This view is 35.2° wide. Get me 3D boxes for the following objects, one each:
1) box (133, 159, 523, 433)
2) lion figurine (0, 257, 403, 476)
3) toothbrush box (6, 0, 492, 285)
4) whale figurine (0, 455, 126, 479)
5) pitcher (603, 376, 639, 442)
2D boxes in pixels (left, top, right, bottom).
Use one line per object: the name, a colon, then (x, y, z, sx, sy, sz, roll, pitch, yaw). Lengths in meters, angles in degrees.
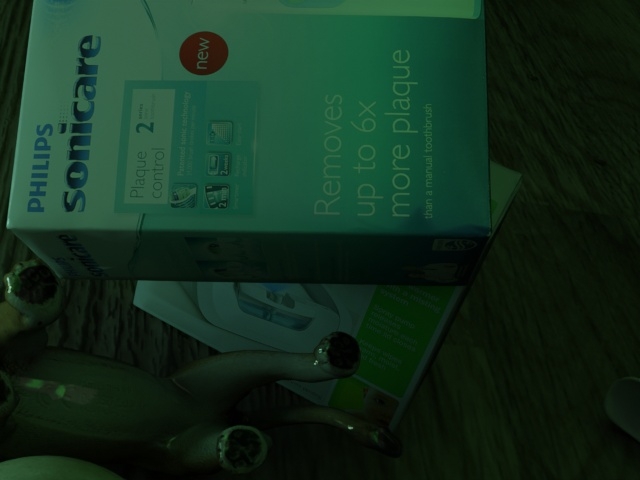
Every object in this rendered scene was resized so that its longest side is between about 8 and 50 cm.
box: (0.000, 0.000, 0.852, 0.262, 0.231, 0.127, 28, 39, 9)
lion figurine: (-0.161, 0.113, 0.714, 0.392, 0.240, 0.142, 23, 61, -22)
toothbrush box: (-0.040, -0.088, 0.684, 0.295, 0.126, 0.216, 2, 73, 3)
whale figurine: (-0.196, 0.252, 0.570, 0.216, 0.141, 0.272, 42, 64, -1)
pitcher: (0.391, 0.154, 0.942, 0.207, 0.125, 0.178, -29, 79, -32)
